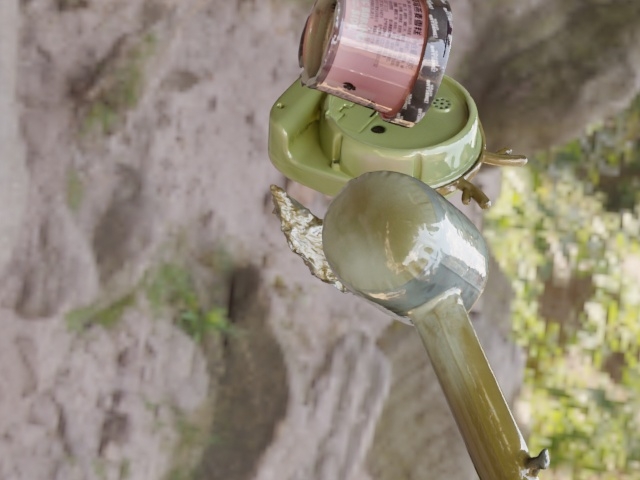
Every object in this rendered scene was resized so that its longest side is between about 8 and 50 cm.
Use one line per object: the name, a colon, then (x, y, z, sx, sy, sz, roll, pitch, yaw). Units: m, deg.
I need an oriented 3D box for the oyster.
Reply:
oyster: (0.000, 0.000, 1.654, 0.045, 0.146, 0.121, -44, 177, 13)

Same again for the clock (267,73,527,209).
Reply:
clock: (0.105, -0.136, 2.024, 0.235, 0.308, 0.096, -48, 152, -42)

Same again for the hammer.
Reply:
hammer: (0.110, 0.094, 1.288, 0.202, 0.113, 0.305, 25, 38, -64)

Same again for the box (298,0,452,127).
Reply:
box: (0.055, -0.211, 1.739, 0.151, 0.135, 0.151, -168, -90, -75)
